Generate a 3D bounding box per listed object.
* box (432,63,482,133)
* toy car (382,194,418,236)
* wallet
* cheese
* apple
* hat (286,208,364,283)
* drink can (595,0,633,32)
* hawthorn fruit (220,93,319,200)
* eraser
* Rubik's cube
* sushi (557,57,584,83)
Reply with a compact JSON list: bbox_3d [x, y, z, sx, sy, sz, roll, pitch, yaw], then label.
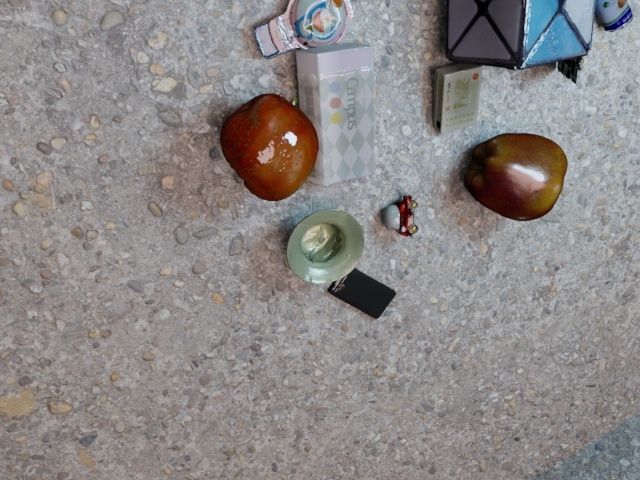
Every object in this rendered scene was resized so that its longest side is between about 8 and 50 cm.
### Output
[{"bbox_3d":[0.430,-0.449,1.788,0.141,0.058,0.201,-17,131,-12],"label":"box"},{"bbox_3d":[0.262,-0.082,1.889,0.112,0.112,0.139,0,102,-3],"label":"toy car"},{"bbox_3d":[0.150,0.182,1.994,0.244,0.025,0.124,31,98,-28],"label":"wallet"},{"bbox_3d":[-0.042,-0.597,1.568,0.286,0.074,0.189,-25,116,-8],"label":"cheese"},{"bbox_3d":[0.648,-0.211,1.875,0.317,0.288,0.288,13,107,-11],"label":"apple"},{"bbox_3d":[0.000,0.000,1.802,0.257,0.130,0.257,-7,114,-16],"label":"hat"},{"bbox_3d":[0.917,-0.794,1.826,0.097,0.097,0.235,-44,120,2],"label":"drink can"},{"bbox_3d":[-0.136,-0.271,1.571,0.275,0.275,0.299,33,84,-28],"label":"hawthorn fruit"},{"bbox_3d":[0.048,-0.363,1.665,0.213,0.082,0.397,-14,124,-15],"label":"eraser"},{"bbox_3d":[0.564,-0.657,1.600,0.307,0.310,0.305,-16,115,-27],"label":"Rubik's cube"},{"bbox_3d":[0.794,-0.601,1.765,0.043,0.279,0.192,1,112,9],"label":"sushi"}]
